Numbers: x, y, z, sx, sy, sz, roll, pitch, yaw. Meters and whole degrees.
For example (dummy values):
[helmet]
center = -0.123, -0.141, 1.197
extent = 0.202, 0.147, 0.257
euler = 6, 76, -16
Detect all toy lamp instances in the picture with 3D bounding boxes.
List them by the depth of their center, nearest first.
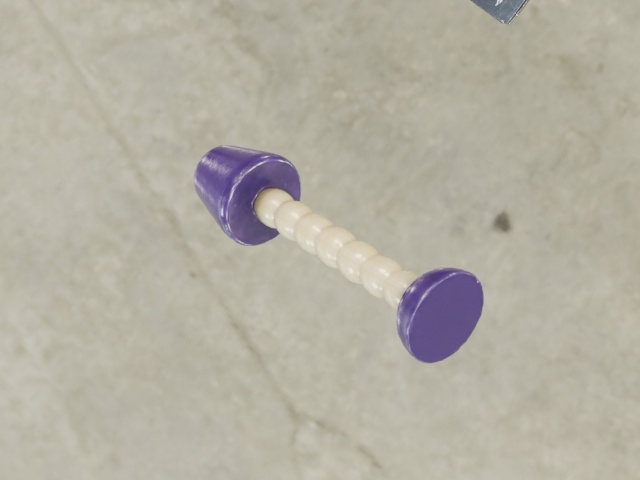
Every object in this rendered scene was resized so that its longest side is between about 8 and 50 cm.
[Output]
[toy lamp]
center = 0.000, 0.000, 1.067
extent = 0.275, 0.080, 0.080
euler = 35, 142, 43

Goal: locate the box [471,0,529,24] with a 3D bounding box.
[box]
center = 0.098, -0.293, 1.206
extent = 0.233, 0.183, 0.059
euler = 36, 124, -1
